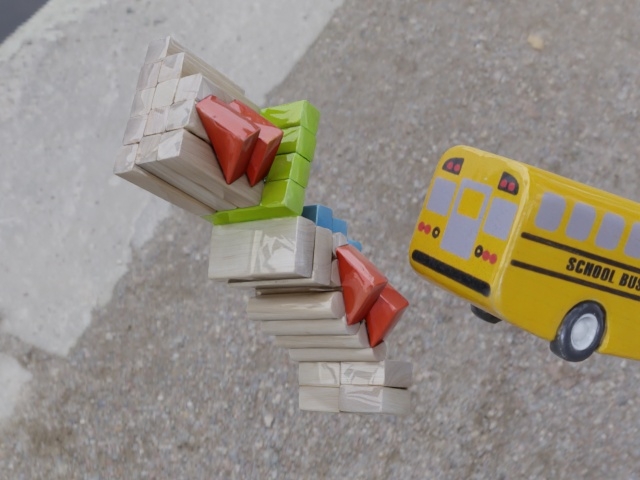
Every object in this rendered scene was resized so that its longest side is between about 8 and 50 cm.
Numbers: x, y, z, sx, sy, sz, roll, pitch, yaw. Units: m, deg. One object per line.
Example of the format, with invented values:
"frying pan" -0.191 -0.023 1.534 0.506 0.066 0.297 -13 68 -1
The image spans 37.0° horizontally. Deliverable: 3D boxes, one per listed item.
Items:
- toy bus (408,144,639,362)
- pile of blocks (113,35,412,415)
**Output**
"toy bus" 0.231 0.029 0.779 0.333 0.130 0.108 13 7 -34
"pile of blocks" 0.000 0.000 0.720 0.113 0.362 0.149 -5 42 37
